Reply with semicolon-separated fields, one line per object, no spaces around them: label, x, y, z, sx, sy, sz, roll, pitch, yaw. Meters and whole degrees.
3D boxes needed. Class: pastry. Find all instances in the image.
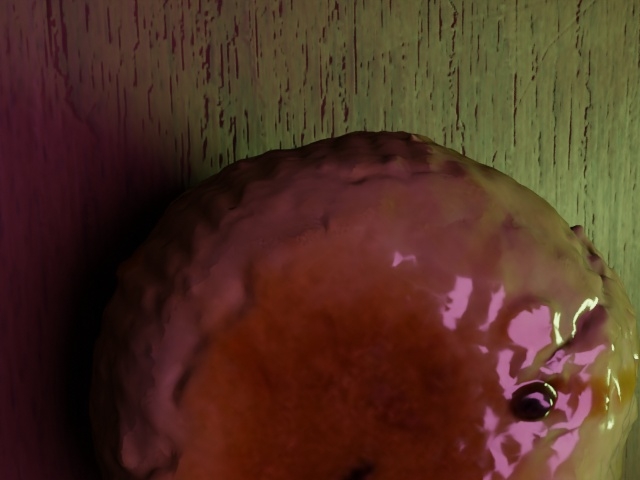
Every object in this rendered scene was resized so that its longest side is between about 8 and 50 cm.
pastry;0.032;0.105;0.877;0.388;0.312;0.389;0;95;-3
